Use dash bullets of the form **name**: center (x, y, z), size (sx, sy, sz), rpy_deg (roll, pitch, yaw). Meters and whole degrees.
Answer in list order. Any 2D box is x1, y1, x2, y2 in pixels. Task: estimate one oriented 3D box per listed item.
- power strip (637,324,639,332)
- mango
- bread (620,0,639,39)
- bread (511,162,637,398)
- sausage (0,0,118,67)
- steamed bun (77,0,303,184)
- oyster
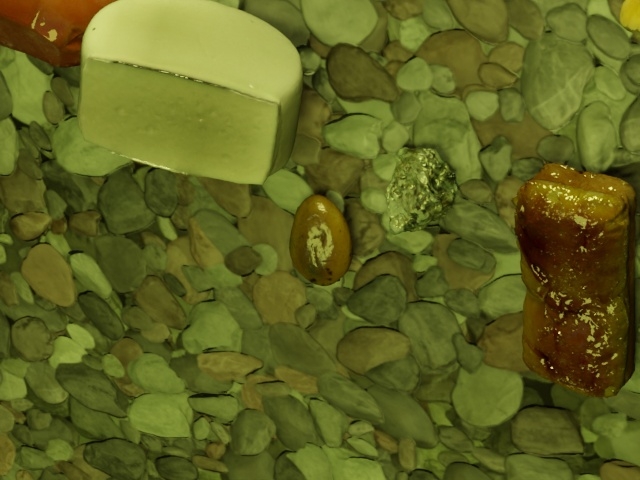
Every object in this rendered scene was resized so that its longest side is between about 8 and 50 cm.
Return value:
- **power strip**: center (0.396, 0.057, 1.599), size (0.075, 0.042, 0.175), rpy_deg (40, 132, -3)
- **mango**: center (0.000, 0.000, 1.762), size (0.079, 0.057, 0.114), rpy_deg (7, 117, 28)
- **bread**: center (0.488, -0.238, 1.216), size (0.361, 0.250, 0.394), rpy_deg (25, 130, -12)
- **bread**: center (0.274, 0.047, 1.632), size (0.139, 0.077, 0.271), rpy_deg (16, 131, 28)
- **sausage**: center (-0.339, -0.279, 1.697), size (0.258, 0.133, 0.133), rpy_deg (18, 128, 18)
- **steamed bun**: center (-0.137, -0.171, 1.638), size (0.242, 0.164, 0.146), rpy_deg (13, 129, 0)
- **oyster**: center (0.105, -0.055, 1.677), size (0.098, 0.037, 0.100), rpy_deg (-10, 116, 32)
